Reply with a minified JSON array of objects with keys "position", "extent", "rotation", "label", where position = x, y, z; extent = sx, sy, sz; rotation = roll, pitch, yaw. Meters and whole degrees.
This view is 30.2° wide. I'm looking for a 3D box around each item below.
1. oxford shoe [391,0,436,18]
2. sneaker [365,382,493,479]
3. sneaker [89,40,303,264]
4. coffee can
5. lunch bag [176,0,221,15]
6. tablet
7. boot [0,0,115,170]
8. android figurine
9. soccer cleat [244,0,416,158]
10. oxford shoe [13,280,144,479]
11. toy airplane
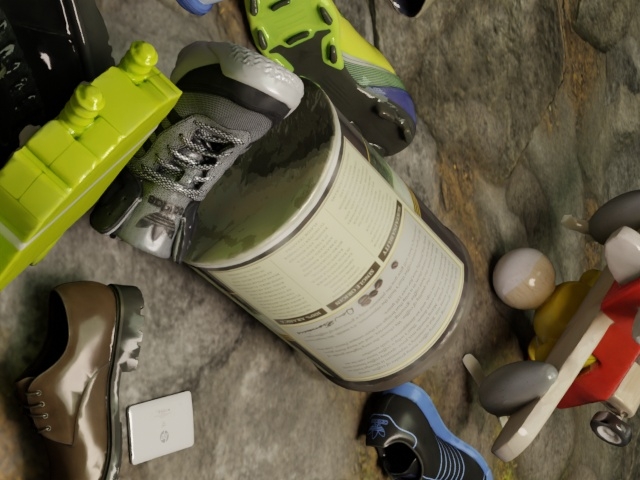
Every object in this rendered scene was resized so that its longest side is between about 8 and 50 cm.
[{"position":[0.075,-0.354,1.274],"extent":[0.146,0.140,0.397],"rotation":[-61,151,1],"label":"oxford shoe"},{"position":[0.127,0.266,1.423],"extent":[0.232,0.081,0.090],"rotation":[50,54,-32],"label":"sneaker"},{"position":[-0.107,-0.062,0.968],"extent":[0.101,0.268,0.153],"rotation":[24,74,-24],"label":"sneaker"},{"position":[0.000,0.000,1.146],"extent":[0.275,0.201,0.201],"rotation":[43,56,-44],"label":"coffee can"},{"position":[-0.110,-0.363,1.015],"extent":[0.243,0.115,0.303],"rotation":[51,29,-41],"label":"lunch bag"},{"position":[-0.148,0.174,1.107],"extent":[0.083,0.006,0.054],"rotation":[-8,96,-53],"label":"tablet"},{"position":[-0.290,-0.179,0.816],"extent":[0.260,0.131,0.348],"rotation":[-48,126,-43],"label":"boot"},{"position":[-0.193,-0.040,0.844],"extent":[0.056,0.273,0.248],"rotation":[42,47,-4],"label":"android figurine"},{"position":[0.007,-0.204,1.281],"extent":[0.289,0.093,0.121],"rotation":[46,23,-37],"label":"soccer cleat"},{"position":[-0.213,0.144,0.976],"extent":[0.096,0.083,0.227],"rotation":[11,80,-34],"label":"oxford shoe"},{"position":[0.353,0.088,1.571],"extent":[0.384,0.272,0.386],"rotation":[-64,163,17],"label":"toy airplane"}]
